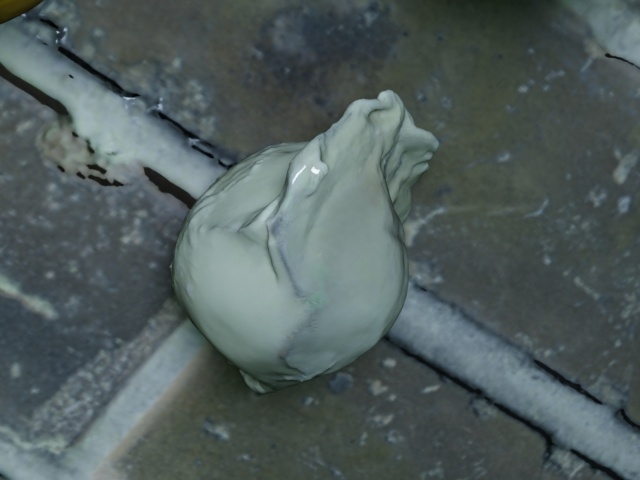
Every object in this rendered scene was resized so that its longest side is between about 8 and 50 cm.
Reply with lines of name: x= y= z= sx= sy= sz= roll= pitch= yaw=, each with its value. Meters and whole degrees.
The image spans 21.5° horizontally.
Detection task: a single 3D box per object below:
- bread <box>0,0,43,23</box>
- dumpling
bread: x=-0.228 y=-0.305 z=0.763 sx=0.245 sy=0.329 sz=0.424 roll=-54 pitch=134 yaw=-32
dumpling: x=0.000 y=0.000 z=1.072 sx=0.193 sy=0.147 sz=0.258 roll=-42 pitch=161 yaw=-31
